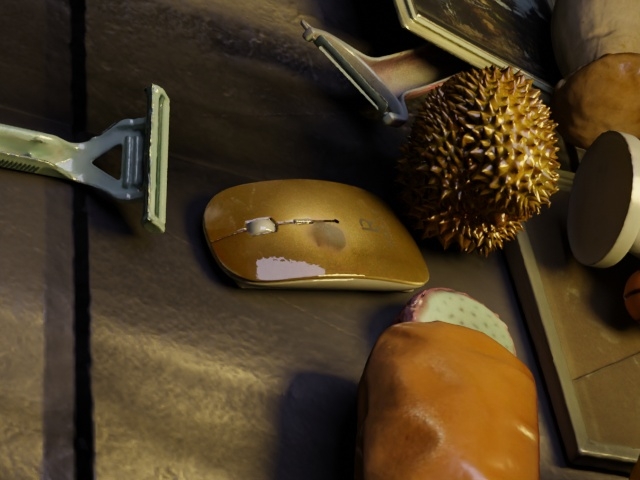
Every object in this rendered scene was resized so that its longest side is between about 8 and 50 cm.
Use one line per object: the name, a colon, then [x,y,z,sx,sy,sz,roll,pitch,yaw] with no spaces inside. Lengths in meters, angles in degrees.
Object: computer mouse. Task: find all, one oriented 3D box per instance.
computer mouse: [0.001,-0.001,1.481,0.199,0.045,0.102,4,47,-34]

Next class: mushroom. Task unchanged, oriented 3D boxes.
mushroom: [0.280,-0.199,1.768,0.128,0.128,0.350,29,34,-9]

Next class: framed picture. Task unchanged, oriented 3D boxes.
framed picture: [0.364,0.091,1.669,0.446,0.028,0.326,13,45,-26]
framed picture: [0.160,-0.232,1.786,0.296,0.019,0.232,22,39,-39]

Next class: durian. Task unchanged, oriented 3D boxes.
durian: [0.129,-0.066,1.551,0.137,0.158,0.168,30,35,-32]

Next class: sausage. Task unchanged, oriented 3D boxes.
sausage: [0.089,0.164,1.325,0.136,0.120,0.241,9,45,-10]

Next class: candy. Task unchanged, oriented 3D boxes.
candy: [0.105,0.084,1.474,0.103,0.043,0.103,19,42,-17]

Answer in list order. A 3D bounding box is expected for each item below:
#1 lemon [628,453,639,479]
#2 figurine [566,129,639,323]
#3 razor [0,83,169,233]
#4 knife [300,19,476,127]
lemon: [0.365,0.237,1.300,0.348,0.348,0.348,20,42,-19]
figurine: [0.343,-0.002,1.616,0.236,0.133,0.176,10,78,-18]
razor: [-0.245,-0.075,1.373,0.278,0.056,0.111,8,70,-22]
knife: [0.077,-0.160,1.673,0.123,0.053,0.278,52,30,10]
